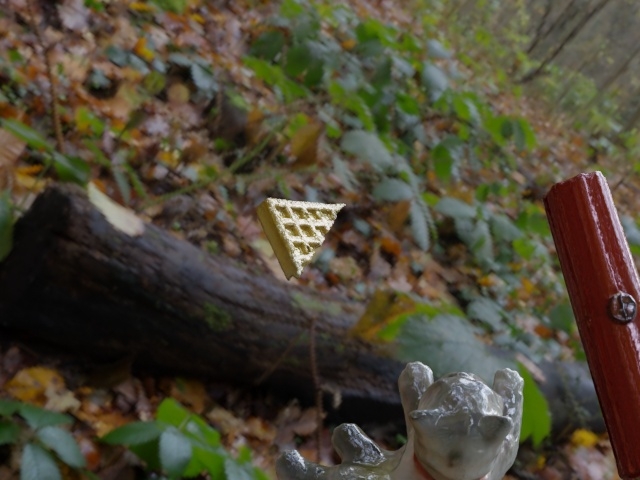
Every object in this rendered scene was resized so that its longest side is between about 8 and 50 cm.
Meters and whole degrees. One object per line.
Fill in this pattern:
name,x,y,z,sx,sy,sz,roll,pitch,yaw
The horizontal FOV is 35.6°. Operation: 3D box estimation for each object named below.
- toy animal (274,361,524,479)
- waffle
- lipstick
toy animal,0.095,0.273,1.231,0.308,0.266,0.188,9,-4,4
waffle,0.000,0.000,1.329,0.191,0.032,0.125,3,54,-53
lipstick,0.270,0.076,0.913,0.073,0.073,0.279,17,55,-54
